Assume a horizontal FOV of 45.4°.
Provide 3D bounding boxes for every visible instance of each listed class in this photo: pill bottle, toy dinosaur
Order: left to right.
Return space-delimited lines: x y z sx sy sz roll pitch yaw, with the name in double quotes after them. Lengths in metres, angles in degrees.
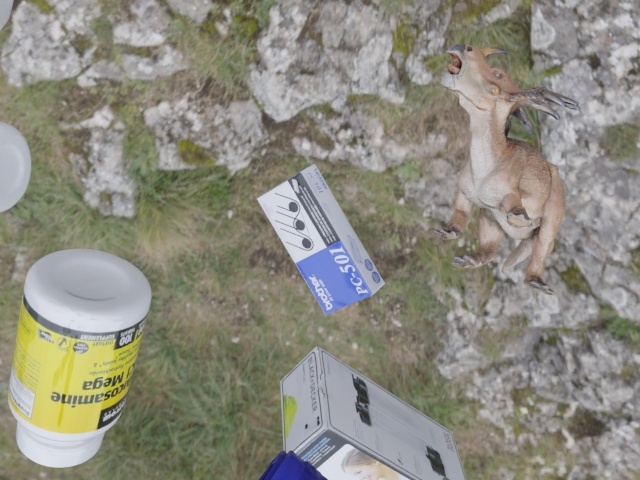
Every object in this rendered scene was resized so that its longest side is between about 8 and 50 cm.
-0.760 -0.163 1.527 0.323 0.181 0.181 10 124 17 "pill bottle"
-0.394 0.196 1.227 0.188 0.188 0.333 18 118 -3 "pill bottle"
0.225 -0.068 0.861 0.127 0.200 0.295 10 155 35 "toy dinosaur"

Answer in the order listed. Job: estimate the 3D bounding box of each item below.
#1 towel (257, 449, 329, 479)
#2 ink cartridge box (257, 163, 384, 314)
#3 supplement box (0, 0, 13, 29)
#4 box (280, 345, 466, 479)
0.032 0.310 0.477 0.308 0.227 0.076 38 136 3 "towel"
0.000 0.000 1.138 0.097 0.046 0.207 -27 96 36 "ink cartridge box"
-0.277 -0.184 0.398 0.220 0.111 0.114 21 124 -18 "supplement box"
0.080 0.295 1.099 0.290 0.169 0.087 36 112 -25 "box"
